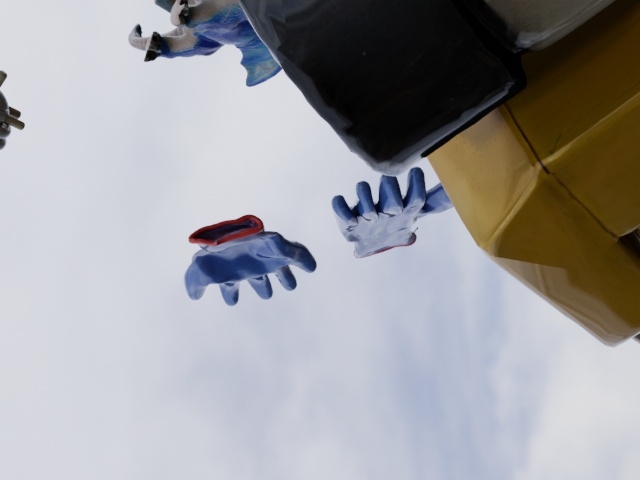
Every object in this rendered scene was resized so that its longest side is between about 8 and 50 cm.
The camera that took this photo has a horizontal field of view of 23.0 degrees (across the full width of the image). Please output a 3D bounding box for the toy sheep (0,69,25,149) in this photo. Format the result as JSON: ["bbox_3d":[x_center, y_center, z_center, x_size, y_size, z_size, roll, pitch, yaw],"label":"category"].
[{"bbox_3d":[-0.368,-0.125,1.673,0.132,0.091,0.091,-57,-19,10],"label":"toy sheep"}]

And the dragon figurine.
[{"bbox_3d":[-0.071,-0.187,1.352,0.144,0.289,0.085,11,-107,-22],"label":"dragon figurine"}]

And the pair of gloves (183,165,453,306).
[{"bbox_3d":[0.000,0.000,1.061,0.159,0.198,0.023,77,177,-74],"label":"pair of gloves"}]

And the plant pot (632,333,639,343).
[{"bbox_3d":[0.326,-0.047,1.050,0.284,0.284,0.191,61,-137,-46],"label":"plant pot"}]

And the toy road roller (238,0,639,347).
[{"bbox_3d":[0.093,-0.133,0.536,0.329,0.202,0.240,35,-155,-52],"label":"toy road roller"}]
